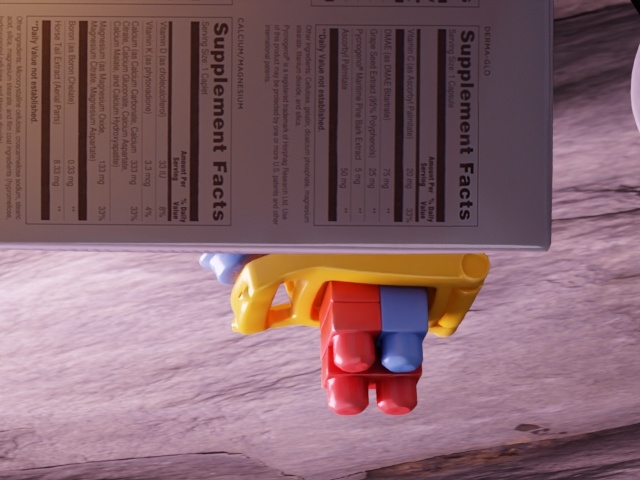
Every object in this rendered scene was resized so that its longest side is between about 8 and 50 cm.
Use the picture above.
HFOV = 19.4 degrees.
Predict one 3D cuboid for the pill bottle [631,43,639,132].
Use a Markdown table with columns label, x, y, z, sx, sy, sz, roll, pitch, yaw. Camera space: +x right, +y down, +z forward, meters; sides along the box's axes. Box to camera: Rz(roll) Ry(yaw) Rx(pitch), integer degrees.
| label | x | y | z | sx | sy | sz | roll | pitch | yaw |
| --- | --- | --- | --- | --- | --- | --- | --- | --- | --- |
| pill bottle | 0.307 | -0.054 | 1.081 | 0.162 | 0.162 | 0.278 | -17 | 152 | 36 |

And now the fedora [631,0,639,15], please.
| label | x | y | z | sx | sy | sz | roll | pitch | yaw |
| --- | --- | --- | --- | --- | --- | --- | --- | --- | --- |
| fedora | 0.202 | -0.169 | 0.746 | 0.152 | 0.334 | 0.334 | -33 | 155 | -1 |

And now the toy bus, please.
| label | x | y | z | sx | sy | sz | roll | pitch | yaw |
| --- | --- | --- | --- | --- | --- | --- | --- | --- | --- |
| toy bus | 0.000 | 0.000 | 1.156 | 0.220 | 0.211 | 0.149 | 4 | 159 | -6 |

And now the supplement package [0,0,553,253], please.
| label | x | y | z | sx | sy | sz | roll | pitch | yaw |
| --- | --- | --- | --- | --- | --- | --- | --- | --- | --- |
| supplement package | -0.033 | -0.093 | 0.870 | 0.262 | 0.198 | 0.199 | 0 | 180 | 0 |
